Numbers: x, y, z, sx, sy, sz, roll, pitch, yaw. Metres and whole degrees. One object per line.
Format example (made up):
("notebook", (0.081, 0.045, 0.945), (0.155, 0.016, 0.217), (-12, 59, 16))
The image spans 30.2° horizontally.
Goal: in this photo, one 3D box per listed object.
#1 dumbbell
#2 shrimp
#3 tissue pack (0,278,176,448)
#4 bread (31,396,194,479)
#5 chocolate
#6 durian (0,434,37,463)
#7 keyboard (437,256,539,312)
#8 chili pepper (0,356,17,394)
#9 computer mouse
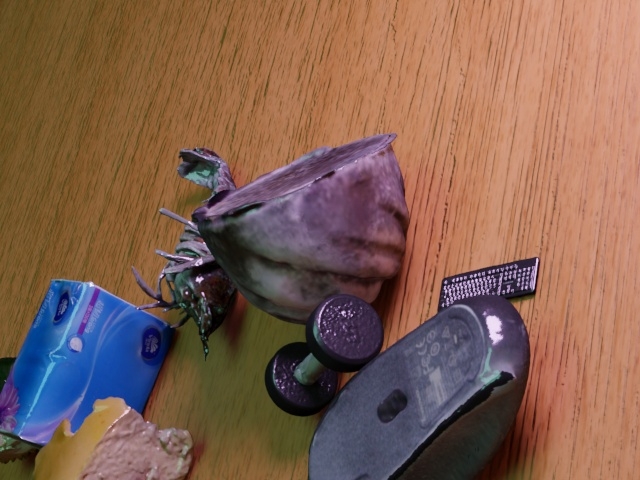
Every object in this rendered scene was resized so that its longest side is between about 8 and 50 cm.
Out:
("dumbbell", (0.002, 0.152, 1.545), (0.191, 0.100, 0.100), (127, 154, -53))
("shrimp", (-0.195, 0.006, 1.908), (0.221, 0.166, 0.411), (110, 175, -45))
("tissue pack", (-0.381, 0.220, 1.914), (0.146, 0.198, 0.263), (-1, 63, 51))
("bread", (-0.333, 0.355, 1.781), (0.211, 0.183, 0.224), (-2, 61, 55))
("chocolate", (0.000, 0.000, 1.620), (0.303, 0.213, 0.303), (-21, 9, 4))
("durian", (-0.493, 0.314, 2.089), (0.224, 0.078, 0.140), (-32, 30, 16))
("keyboard", (0.211, 0.056, 1.504), (0.155, 0.010, 0.053), (-17, 51, 42))
("chili pepper", (-0.645, 0.327, 2.215), (0.264, 0.116, 0.148), (-50, 39, 11))
("computer mouse", (0.124, 0.212, 1.404), (0.374, 0.114, 0.203), (-44, 40, 33))
